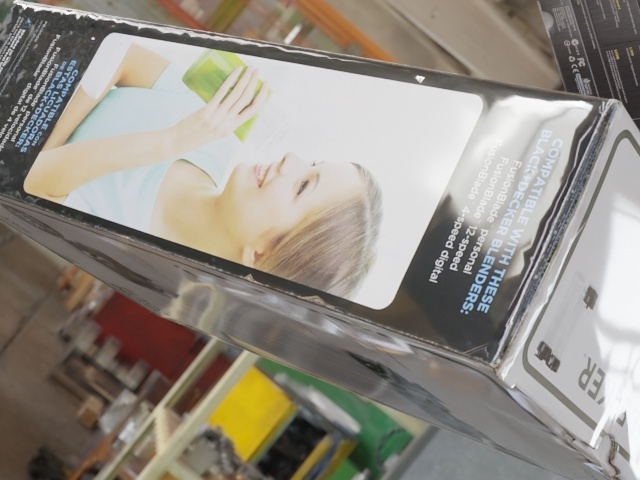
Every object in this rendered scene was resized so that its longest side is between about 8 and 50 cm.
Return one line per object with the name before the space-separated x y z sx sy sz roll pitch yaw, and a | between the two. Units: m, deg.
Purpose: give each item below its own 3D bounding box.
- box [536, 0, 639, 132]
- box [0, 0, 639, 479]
box | 0.244 -0.178 0.812 0.183 0.056 0.231 -6 -58 34
box | 0.000 0.000 0.463 0.290 0.087 0.169 17 -15 40
